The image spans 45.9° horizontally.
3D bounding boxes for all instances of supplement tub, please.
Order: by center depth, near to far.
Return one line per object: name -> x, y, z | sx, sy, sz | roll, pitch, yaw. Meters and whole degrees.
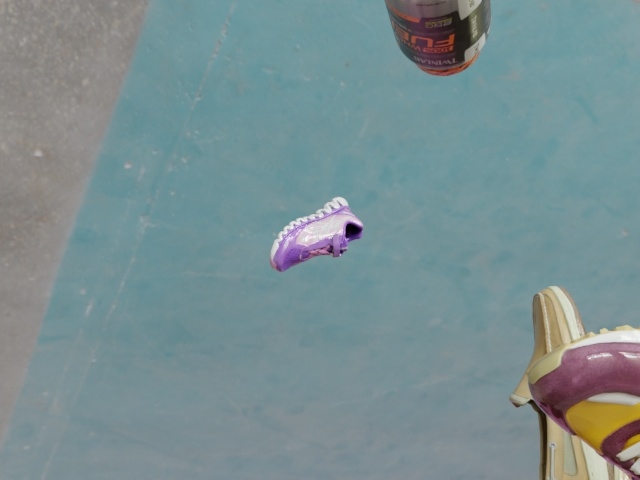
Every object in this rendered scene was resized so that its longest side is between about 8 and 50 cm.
supplement tub -> 0.236, -0.482, 1.518 | 0.207, 0.207, 0.338 | -26, 158, 6

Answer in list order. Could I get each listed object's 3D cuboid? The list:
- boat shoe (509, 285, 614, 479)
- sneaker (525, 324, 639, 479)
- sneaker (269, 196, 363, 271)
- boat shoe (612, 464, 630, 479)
boat shoe -> 0.203, 0.133, 0.668 | 0.072, 0.190, 0.068 | -8, 157, 6
sneaker -> 0.180, 0.106, 0.364 | 0.185, 0.084, 0.069 | 23, 135, -22
sneaker -> 0.000, 0.000, 1.578 | 0.236, 0.104, 0.095 | -33, 149, -31
boat shoe -> 0.703, 0.465, 1.659 | 0.089, 0.285, 0.104 | 5, 131, 31
